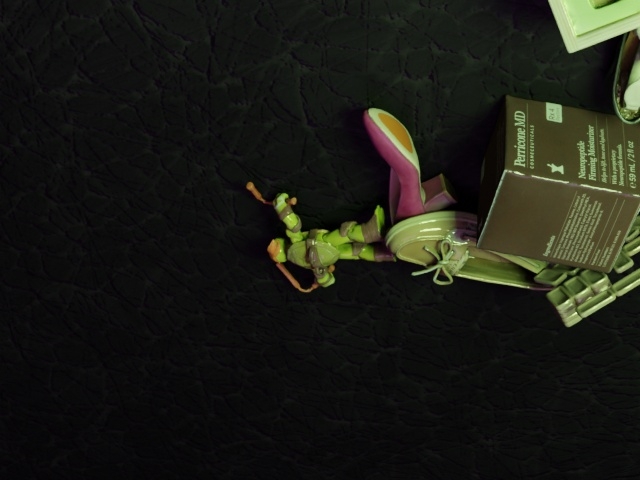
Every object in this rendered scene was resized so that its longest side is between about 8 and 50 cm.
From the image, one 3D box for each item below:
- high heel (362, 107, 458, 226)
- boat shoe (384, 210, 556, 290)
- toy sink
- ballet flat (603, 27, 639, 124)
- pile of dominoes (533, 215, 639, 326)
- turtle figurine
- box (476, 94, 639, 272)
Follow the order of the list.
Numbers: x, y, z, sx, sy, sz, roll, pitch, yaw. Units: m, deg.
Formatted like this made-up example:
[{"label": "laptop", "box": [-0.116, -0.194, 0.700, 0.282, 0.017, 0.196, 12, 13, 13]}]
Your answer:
[{"label": "high heel", "box": [0.101, -0.103, 2.048, 0.117, 0.082, 0.244, -27, 139, 21]}, {"label": "boat shoe", "box": [0.239, 0.020, 2.103, 0.285, 0.089, 0.104, 4, 149, -15]}, {"label": "toy sink", "box": [0.394, -0.346, 1.663, 0.234, 0.131, 0.153, -18, 98, 26]}, {"label": "ballet flat", "box": [0.446, -0.266, 1.808, 0.095, 0.096, 0.280, 7, 137, 2]}, {"label": "pile of dominoes", "box": [0.451, 0.037, 2.011, 0.251, 0.196, 0.040, -31, 109, 2]}, {"label": "turtle figurine", "box": [0.000, 0.000, 2.165, 0.217, 0.087, 0.269, -9, 134, 18]}, {"label": "box", "box": [0.344, -0.081, 1.966, 0.203, 0.168, 0.167, 10, 137, -3]}]
